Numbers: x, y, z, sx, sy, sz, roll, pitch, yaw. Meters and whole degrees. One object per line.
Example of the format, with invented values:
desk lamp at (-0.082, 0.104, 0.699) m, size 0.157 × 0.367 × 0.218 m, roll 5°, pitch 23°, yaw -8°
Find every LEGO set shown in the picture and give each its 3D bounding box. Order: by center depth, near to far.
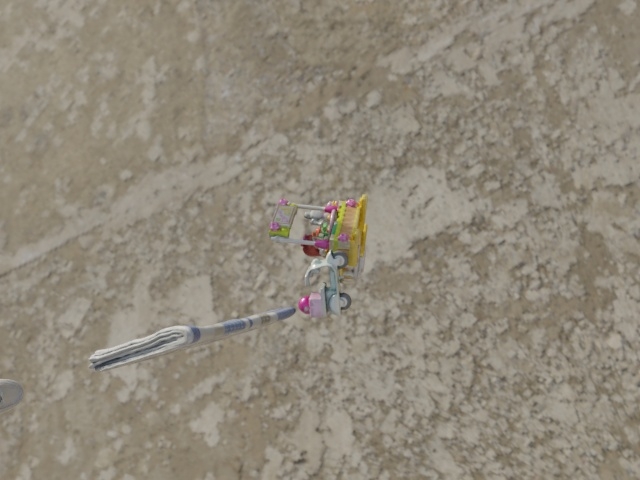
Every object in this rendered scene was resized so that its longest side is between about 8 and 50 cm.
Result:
LEGO set at (0.000, 0.000, 1.105) m, size 0.107 × 0.287 × 0.132 m, roll 6°, pitch 100°, yaw 5°

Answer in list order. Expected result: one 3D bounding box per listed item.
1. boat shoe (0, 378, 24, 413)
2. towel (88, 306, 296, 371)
boat shoe at (-0.589, 0.277, 1.532) m, size 0.063 × 0.184 × 0.066 m, roll -1°, pitch 83°, yaw 36°
towel at (-0.194, 0.147, 1.373) m, size 0.209 × 0.285 × 0.034 m, roll -19°, pitch 84°, yaw 31°
